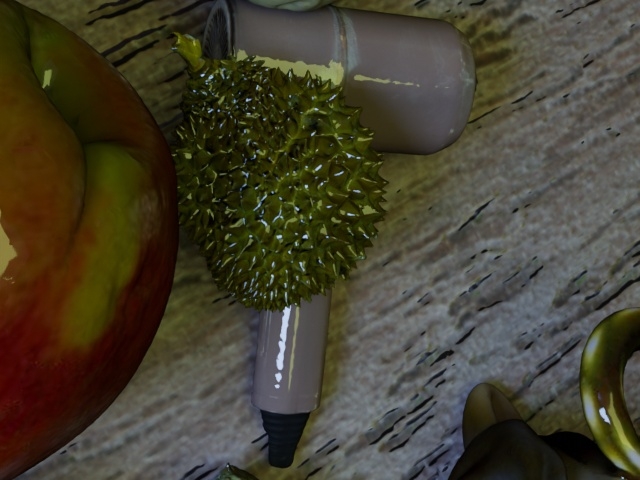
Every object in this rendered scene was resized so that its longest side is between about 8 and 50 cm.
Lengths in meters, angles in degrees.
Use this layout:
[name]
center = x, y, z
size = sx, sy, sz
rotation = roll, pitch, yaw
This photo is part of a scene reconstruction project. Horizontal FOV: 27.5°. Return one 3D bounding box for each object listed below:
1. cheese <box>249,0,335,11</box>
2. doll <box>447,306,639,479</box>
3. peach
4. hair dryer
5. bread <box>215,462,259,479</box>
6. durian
[cheese]
center = -0.030, -0.273, 0.905
size = 0.214, 0.117, 0.226
rotation = 37, 55, 5
[doll]
center = 0.255, 0.236, 0.982
size = 0.340, 0.209, 0.317
rotation = 24, 79, -15
[peach]
center = -0.247, 0.007, 0.764
size = 0.332, 0.308, 0.307
rotation = -31, 101, 14
[hair dryer]
center = 0.000, 0.000, 0.967
size = 0.189, 0.107, 0.344
rotation = 4, 97, -19
[bread]
center = -0.037, 0.263, 0.935
size = 0.196, 0.102, 0.138
rotation = 40, 74, -12
[durian]
center = -0.034, -0.049, 0.850
size = 0.146, 0.102, 0.208
rotation = -29, 106, 0
